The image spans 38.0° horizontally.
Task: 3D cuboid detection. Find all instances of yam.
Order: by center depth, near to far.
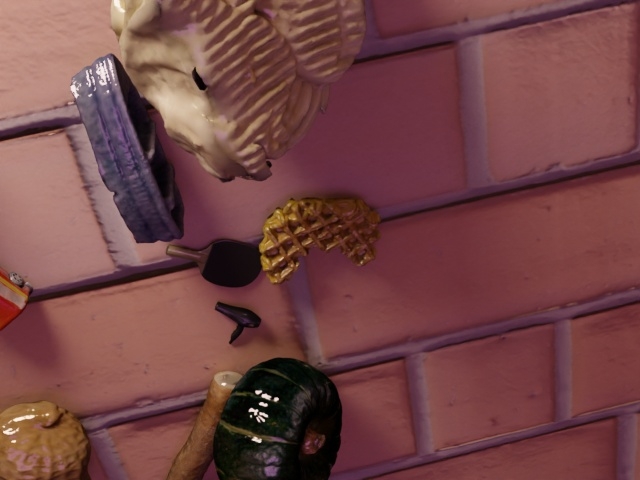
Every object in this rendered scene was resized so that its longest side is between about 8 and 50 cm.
[{"bbox_3d":[-0.204,0.349,1.634,0.066,0.066,0.299,16,118,-20],"label":"yam"}]

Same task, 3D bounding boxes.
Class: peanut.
[{"bbox_3d":[-0.483,0.374,1.566,0.197,0.110,0.233,5,123,-14],"label":"peanut"}]

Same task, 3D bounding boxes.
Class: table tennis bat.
[{"bbox_3d":[-0.167,0.031,1.468,0.157,0.013,0.087,15,119,-21],"label":"table tennis bat"}]

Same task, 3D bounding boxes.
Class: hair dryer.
[{"bbox_3d":[-0.147,0.141,1.538,0.079,0.031,0.083,23,124,-12],"label":"hair dryer"}]

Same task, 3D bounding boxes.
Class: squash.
[{"bbox_3d":[-0.067,0.321,1.542,0.165,0.252,0.252,17,129,30],"label":"squash"}]

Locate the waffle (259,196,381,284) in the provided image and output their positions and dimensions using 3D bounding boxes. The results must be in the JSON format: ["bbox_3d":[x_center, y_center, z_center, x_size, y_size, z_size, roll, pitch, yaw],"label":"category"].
[{"bbox_3d":[-0.001,-0.002,1.458,0.194,0.051,0.148,-2,123,-16],"label":"waffle"}]

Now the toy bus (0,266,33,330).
[{"bbox_3d":[-0.518,0.061,1.377,0.079,0.077,0.174,-38,122,13],"label":"toy bus"}]

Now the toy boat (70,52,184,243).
[{"bbox_3d":[-0.260,-0.125,1.282,0.078,0.127,0.282,-14,126,6],"label":"toy boat"}]

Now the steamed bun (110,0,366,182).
[{"bbox_3d":[-0.131,-0.274,1.149,0.347,0.238,0.393,9,93,-45],"label":"steamed bun"}]
